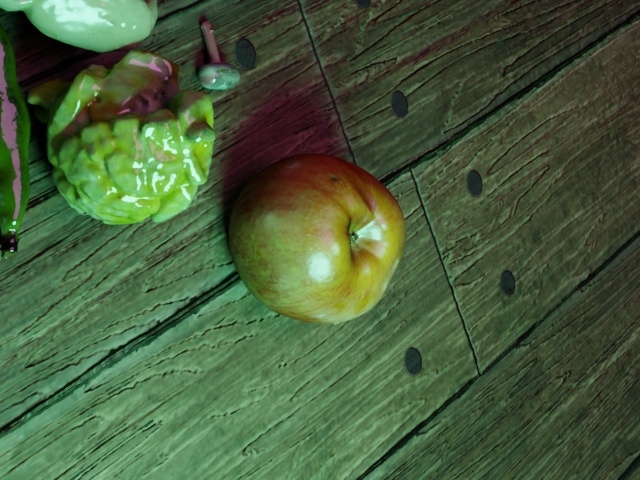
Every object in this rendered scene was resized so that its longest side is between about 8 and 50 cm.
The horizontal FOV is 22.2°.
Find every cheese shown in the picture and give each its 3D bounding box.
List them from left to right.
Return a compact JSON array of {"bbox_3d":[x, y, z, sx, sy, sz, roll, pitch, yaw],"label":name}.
[{"bbox_3d":[-0.275,-0.285,1.639,0.263,0.093,0.159,26,32,-45],"label":"cheese"}]

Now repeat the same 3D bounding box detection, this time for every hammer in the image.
[{"bbox_3d":[-0.125,-0.216,1.894,0.052,0.031,0.083,-5,78,-52],"label":"hammer"}]

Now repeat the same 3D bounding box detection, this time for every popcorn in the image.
[{"bbox_3d":[-0.202,-0.110,1.694,0.185,0.167,0.187,-13,58,-26],"label":"popcorn"}]

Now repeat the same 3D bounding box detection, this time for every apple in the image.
[{"bbox_3d":[0.000,0.000,1.897,0.209,0.164,0.209,6,81,-46],"label":"apple"}]

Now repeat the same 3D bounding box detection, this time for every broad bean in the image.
[{"bbox_3d":[-0.323,-0.132,1.641,0.060,0.043,0.297,-14,96,-39],"label":"broad bean"}]
